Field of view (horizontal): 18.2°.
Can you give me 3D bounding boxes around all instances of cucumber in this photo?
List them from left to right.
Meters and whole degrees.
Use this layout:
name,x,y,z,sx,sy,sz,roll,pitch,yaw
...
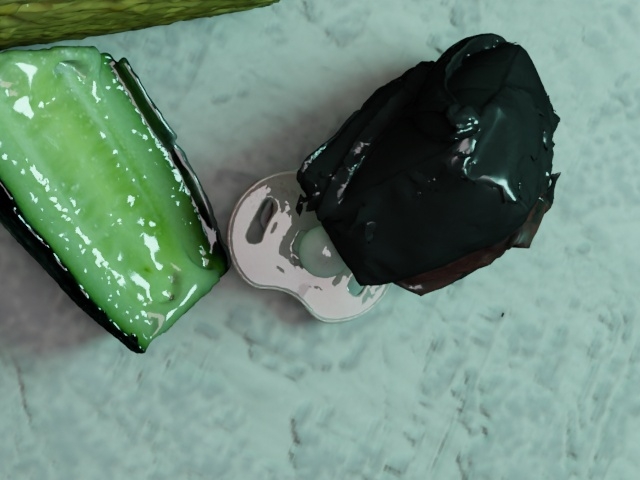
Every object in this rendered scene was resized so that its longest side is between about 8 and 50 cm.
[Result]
name,x,y,z,sx,sy,sz,roll,pitch,yaw
cucumber,-0.137,-0.032,1.068,0.193,0.085,0.115,51,48,-9

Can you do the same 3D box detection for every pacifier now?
name,x,y,z,sx,sy,sz,roll,pitch,yaw
pacifier,0.000,0.000,1.094,0.099,0.078,0.082,26,90,-9

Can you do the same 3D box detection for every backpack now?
name,x,y,z,sx,sy,sz,roll,pitch,yaw
backpack,0.073,-0.043,1.071,0.120,0.165,0.106,-23,103,33

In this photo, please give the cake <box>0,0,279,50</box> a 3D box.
name,x,y,z,sx,sy,sz,roll,pitch,yaw
cake,-0.129,-0.252,1.004,0.227,0.222,0.286,-11,91,-14
